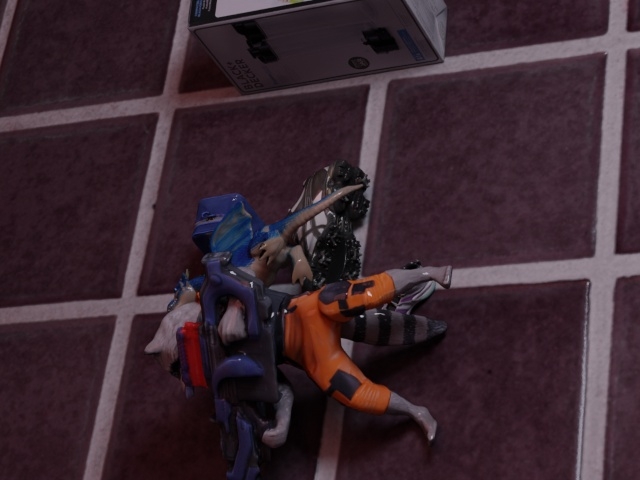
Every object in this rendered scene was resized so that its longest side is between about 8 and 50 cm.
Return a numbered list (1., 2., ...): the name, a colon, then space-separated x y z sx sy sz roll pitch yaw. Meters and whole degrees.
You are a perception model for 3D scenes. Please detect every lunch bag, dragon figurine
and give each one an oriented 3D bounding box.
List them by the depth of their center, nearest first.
1. dragon figurine: -0.078 0.014 2.114 0.289 0.085 0.144 -56 34 14
2. lunch bag: -0.113 -0.008 2.196 0.067 0.098 0.065 -10 53 25

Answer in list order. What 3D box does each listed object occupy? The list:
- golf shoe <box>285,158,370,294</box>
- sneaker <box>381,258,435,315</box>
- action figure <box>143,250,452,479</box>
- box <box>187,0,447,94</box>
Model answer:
1. golf shoe: 0.000 0.000 2.164 0.094 0.077 0.198 -12 52 41
2. sneaker: 0.086 0.062 2.072 0.038 0.069 0.098 29 76 37
3. action figure: -0.030 0.147 2.006 0.330 0.341 0.178 6 26 5
4. box: -0.002 -0.281 2.272 0.290 0.169 0.087 -6 60 22
